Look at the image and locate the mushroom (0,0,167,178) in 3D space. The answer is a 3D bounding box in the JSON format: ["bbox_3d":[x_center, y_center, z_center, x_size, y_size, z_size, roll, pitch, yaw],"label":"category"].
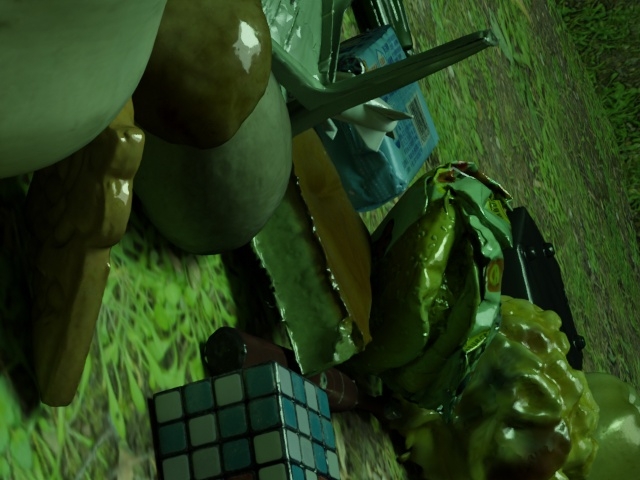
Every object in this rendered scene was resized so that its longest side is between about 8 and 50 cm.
[{"bbox_3d":[-0.190,-0.159,0.760,0.234,0.254,0.260,-1,94,-29],"label":"mushroom"}]

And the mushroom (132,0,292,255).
[{"bbox_3d":[-0.078,-0.076,1.050,0.350,0.128,0.128,98,-22,-77],"label":"mushroom"}]

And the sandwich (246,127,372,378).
[{"bbox_3d":[0.000,0.000,1.312,0.245,0.063,0.212,68,15,16],"label":"sandwich"}]

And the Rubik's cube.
[{"bbox_3d":[-0.047,0.142,1.045,0.092,0.092,0.092,39,38,-60],"label":"Rubik's cube"}]

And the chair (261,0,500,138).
[{"bbox_3d":[-0.030,-0.197,1.148,0.203,0.275,0.190,43,39,-32],"label":"chair"}]

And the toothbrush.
[{"bbox_3d":[-0.002,0.119,1.291,0.364,0.041,0.041,31,44,-64],"label":"toothbrush"}]

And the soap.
[{"bbox_3d":[0.052,-0.129,1.626,0.293,0.077,0.156,-49,118,-71],"label":"soap"}]

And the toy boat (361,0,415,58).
[{"bbox_3d":[0.065,-0.292,1.869,0.210,0.052,0.104,70,20,-3],"label":"toy boat"}]

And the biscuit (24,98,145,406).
[{"bbox_3d":[-0.139,-0.031,0.898,0.162,0.035,0.250,177,-82,-68],"label":"biscuit"}]

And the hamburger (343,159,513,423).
[{"bbox_3d":[0.092,0.056,1.382,0.214,0.125,0.235,119,-14,-57],"label":"hamburger"}]

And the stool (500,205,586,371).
[{"bbox_3d":[0.202,0.086,1.764,0.232,0.141,0.232,-17,90,-72],"label":"stool"}]

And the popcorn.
[{"bbox_3d":[0.166,0.162,1.535,0.169,0.189,0.218,16,51,-77],"label":"popcorn"}]

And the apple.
[{"bbox_3d":[0.309,0.250,1.876,0.200,0.200,0.200,-18,90,-72],"label":"apple"}]

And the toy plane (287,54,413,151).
[{"bbox_3d":[-0.004,-0.135,1.375,0.171,0.065,0.162,32,-14,-2],"label":"toy plane"}]
